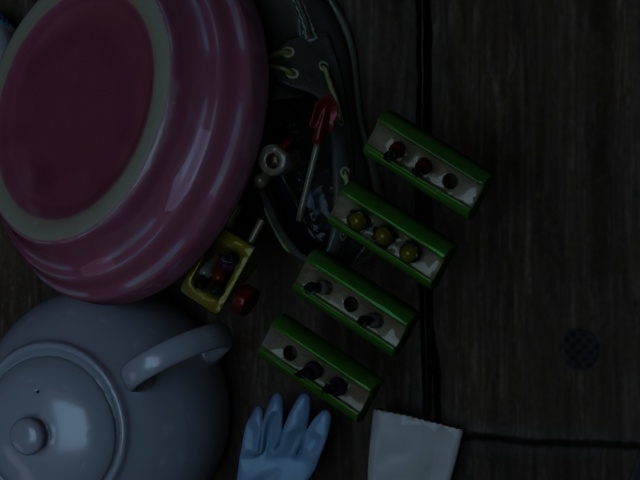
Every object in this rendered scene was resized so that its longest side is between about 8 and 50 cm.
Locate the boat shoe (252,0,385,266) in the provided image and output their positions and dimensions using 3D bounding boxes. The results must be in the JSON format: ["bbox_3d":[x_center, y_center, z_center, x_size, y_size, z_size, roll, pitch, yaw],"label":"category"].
[{"bbox_3d":[-0.023,-0.121,1.744,0.109,0.091,0.305,-18,87,24],"label":"boat shoe"}]

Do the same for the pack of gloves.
[{"bbox_3d":[0.018,0.252,1.796,0.195,0.046,0.232,12,102,11],"label":"pack of gloves"}]

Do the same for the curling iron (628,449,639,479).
[{"bbox_3d":[0.312,0.130,1.647,0.068,0.035,0.274,34,106,18],"label":"curling iron"}]

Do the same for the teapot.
[{"bbox_3d":[-0.213,0.159,1.801,0.252,0.187,0.256,19,101,21],"label":"teapot"}]

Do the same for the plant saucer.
[{"bbox_3d":[-0.189,-0.112,1.755,0.332,0.084,0.332,-13,70,40],"label":"plant saucer"}]

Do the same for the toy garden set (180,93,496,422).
[{"bbox_3d":[0.000,0.000,1.665,0.204,0.049,0.244,33,108,19],"label":"toy garden set"}]

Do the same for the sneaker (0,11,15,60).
[{"bbox_3d":[-0.367,-0.122,1.897,0.087,0.092,0.228,41,107,18],"label":"sneaker"}]
